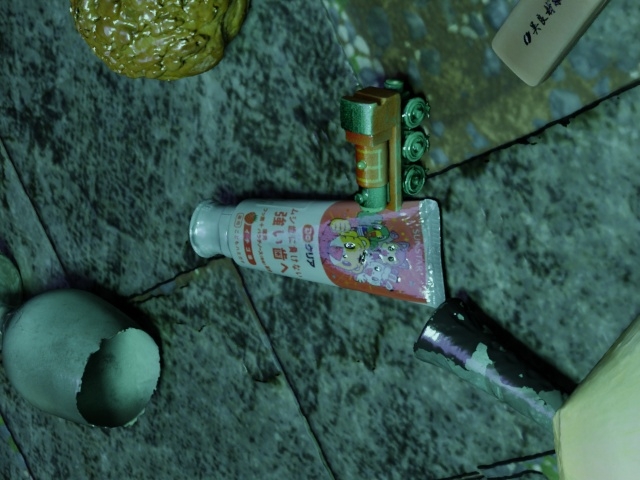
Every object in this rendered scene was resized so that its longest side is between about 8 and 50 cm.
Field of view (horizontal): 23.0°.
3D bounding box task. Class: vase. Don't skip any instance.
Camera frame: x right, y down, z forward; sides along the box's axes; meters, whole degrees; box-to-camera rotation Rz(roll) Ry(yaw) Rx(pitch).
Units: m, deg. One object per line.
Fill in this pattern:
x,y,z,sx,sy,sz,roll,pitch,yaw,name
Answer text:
0.150,0.108,1.174,0.167,0.059,0.059,34,131,28,vase

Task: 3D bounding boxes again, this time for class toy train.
0.047,-0.068,1.181,0.044,0.064,0.103,19,123,36,toy train

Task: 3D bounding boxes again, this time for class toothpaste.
0.000,0.000,1.280,0.234,0.057,0.089,6,111,33,toothpaste

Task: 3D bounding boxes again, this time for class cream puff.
-0.137,-0.195,1.261,0.150,0.115,0.165,56,139,13,cream puff

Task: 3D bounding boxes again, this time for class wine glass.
-0.271,0.096,1.544,0.241,0.126,0.126,20,124,40,wine glass

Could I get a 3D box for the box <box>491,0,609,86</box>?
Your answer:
0.158,-0.154,1.054,0.048,0.025,0.115,52,138,14,box

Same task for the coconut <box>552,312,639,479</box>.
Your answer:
0.258,0.140,0.973,0.237,0.236,0.197,-18,65,48,coconut
